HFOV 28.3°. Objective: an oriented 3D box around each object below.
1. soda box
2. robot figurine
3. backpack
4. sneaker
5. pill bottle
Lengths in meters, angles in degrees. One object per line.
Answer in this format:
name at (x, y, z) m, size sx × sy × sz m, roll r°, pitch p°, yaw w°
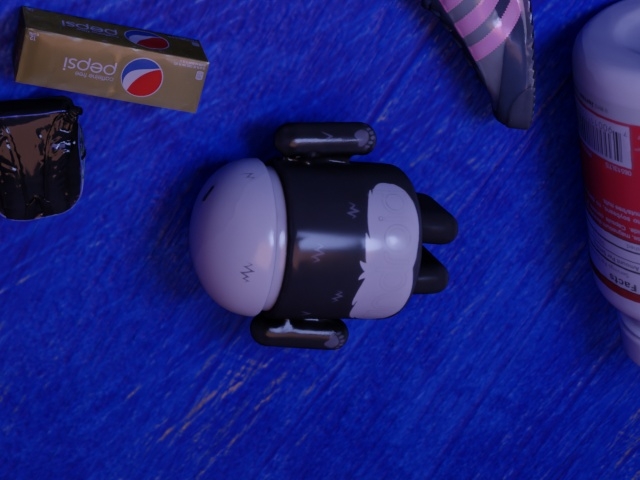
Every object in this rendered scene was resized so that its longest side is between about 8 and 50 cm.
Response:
soda box at (-0.206, -0.176, 1.241) m, size 0.181 × 0.061 × 0.058 m, roll 7°, pitch 118°, yaw -21°
robot figurine at (0.000, -0.003, 1.346) m, size 0.278 × 0.209 × 0.173 m, roll 1°, pitch 161°, yaw -19°
backpack at (-0.284, -0.084, 1.257) m, size 0.105 × 0.084 × 0.114 m, roll -8°, pitch 117°, yaw -12°
sneaker at (0.146, -0.251, 1.296) m, size 0.131 × 0.112 × 0.319 m, roll -10°, pitch 121°, yaw 8°
pill bottle at (0.407, -0.052, 1.405) m, size 0.229 × 0.229 × 0.408 m, roll -18°, pitch 124°, yaw -7°
